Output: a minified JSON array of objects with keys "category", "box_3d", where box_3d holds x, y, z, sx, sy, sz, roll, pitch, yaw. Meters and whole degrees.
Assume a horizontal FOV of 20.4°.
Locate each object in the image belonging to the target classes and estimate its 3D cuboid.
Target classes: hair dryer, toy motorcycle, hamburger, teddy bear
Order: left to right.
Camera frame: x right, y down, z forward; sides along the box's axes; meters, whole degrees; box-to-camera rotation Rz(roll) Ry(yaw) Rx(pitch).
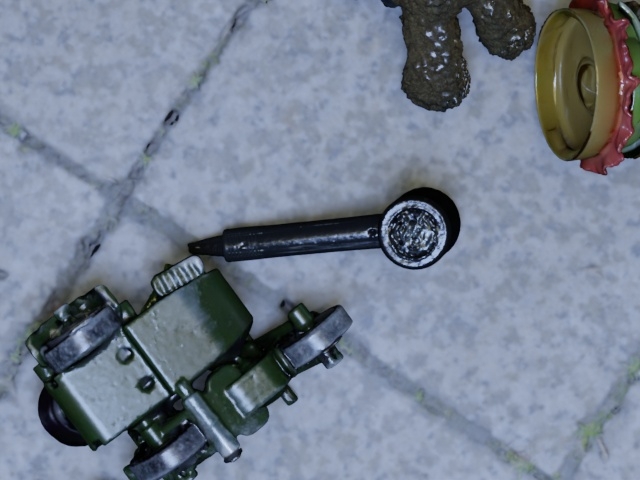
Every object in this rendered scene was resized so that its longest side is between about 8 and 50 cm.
[{"category":"toy motorcycle","box_3d":[-0.122,0.104,1.600,0.275,0.127,0.205,-37,94,-14]},{"category":"hair dryer","box_3d":[0.000,0.000,1.628,0.256,0.128,0.070,-7,94,6]},{"category":"teddy bear","box_3d":[0.106,-0.254,1.614,0.182,0.129,0.251,-31,95,-5]},{"category":"hamburger","box_3d":[0.282,-0.144,1.623,0.137,0.175,0.175,-3,93,-16]}]

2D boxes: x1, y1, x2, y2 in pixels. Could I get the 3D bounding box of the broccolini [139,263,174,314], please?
[{"category":"broccolini","box_3d":[-0.171,0.082,1.653,0.030,0.035,0.140,32,88,-9]}]
